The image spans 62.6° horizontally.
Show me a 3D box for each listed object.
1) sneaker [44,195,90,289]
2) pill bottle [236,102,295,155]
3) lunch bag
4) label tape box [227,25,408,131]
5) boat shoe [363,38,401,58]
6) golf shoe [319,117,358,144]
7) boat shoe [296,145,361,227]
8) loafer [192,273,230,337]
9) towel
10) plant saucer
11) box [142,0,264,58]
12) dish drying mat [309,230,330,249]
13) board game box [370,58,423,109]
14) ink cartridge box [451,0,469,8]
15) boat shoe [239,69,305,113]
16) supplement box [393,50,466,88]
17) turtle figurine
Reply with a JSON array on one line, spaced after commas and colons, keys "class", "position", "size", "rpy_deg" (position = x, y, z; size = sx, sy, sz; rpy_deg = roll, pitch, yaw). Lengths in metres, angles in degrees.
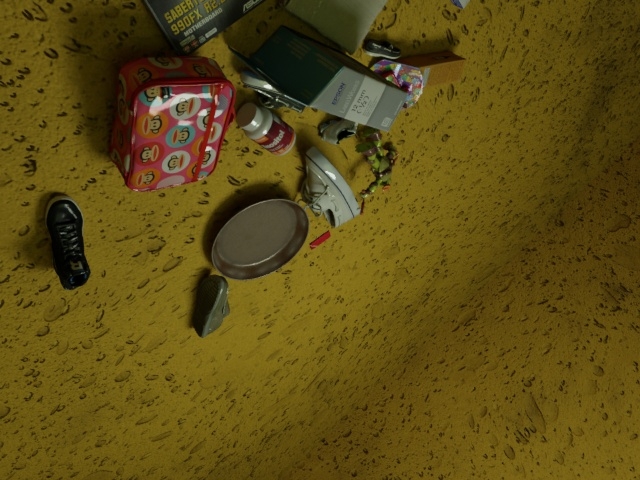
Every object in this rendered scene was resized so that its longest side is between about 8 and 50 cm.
[{"class": "sneaker", "position": [-0.550, 0.016, 1.170], "size": [0.079, 0.121, 0.217], "rpy_deg": [-16, 136, -35]}, {"class": "pill bottle", "position": [-0.137, -0.278, 1.311], "size": [0.086, 0.086, 0.152], "rpy_deg": [-51, 143, 9]}, {"class": "lunch bag", "position": [-0.302, -0.247, 1.127], "size": [0.258, 0.120, 0.293], "rpy_deg": [-16, 149, -36]}, {"class": "label tape box", "position": [0.000, -0.382, 1.200], "size": [0.348, 0.249, 0.115], "rpy_deg": [6, 122, -47]}, {"class": "boat shoe", "position": [0.171, -0.517, 1.412], "size": [0.125, 0.046, 0.038], "rpy_deg": [-5, 134, -31]}, {"class": "golf shoe", "position": [0.085, -0.325, 1.484], "size": [0.176, 0.086, 0.069], "rpy_deg": [-38, 143, -10]}, {"class": "boat shoe", "position": [0.001, -0.133, 1.570], "size": [0.156, 0.136, 0.367], "rpy_deg": [-40, 154, -1]}, {"class": "loafer", "position": [-0.324, 0.192, 1.607], "size": [0.087, 0.094, 0.251], "rpy_deg": [-16, 145, -41]}, {"class": "towel", "position": [0.039, -0.570, 1.228], "size": [0.282, 0.049, 0.187], "rpy_deg": [13, 117, -51]}, {"class": "plant saucer", "position": [-0.180, -0.009, 1.549], "size": [0.310, 0.050, 0.310], "rpy_deg": [-22, 141, -19]}, {"class": "box", "position": [-0.232, -0.498, 1.024], "size": [0.231, 0.056, 0.183], "rpy_deg": [-39, 145, -9]}, {"class": "dish drying mat", "position": [0.000, 0.000, 1.790], "size": [0.083, 0.008, 0.032], "rpy_deg": [-35, 142, -13]}, {"class": "board game box", "position": [0.203, -0.423, 1.461], "size": [0.169, 0.033, 0.133], "rpy_deg": [12, 134, -7]}, {"class": "ink cartridge box", "position": [0.422, -0.749, 1.422], "size": [0.207, 0.046, 0.097], "rpy_deg": [-52, 145, 11]}, {"class": "boat shoe", "position": [-0.109, -0.352, 1.272], "size": [0.219, 0.078, 0.070], "rpy_deg": [3, 123, -48]}, {"class": "supplement box", "position": [0.316, -0.498, 1.543], "size": [0.233, 0.078, 0.080], "rpy_deg": [-21, 138, -28]}, {"class": "turtle figurine", "position": [0.176, -0.224, 1.622], "size": [0.269, 0.087, 0.217], "rpy_deg": [-56, 140, -22]}]
